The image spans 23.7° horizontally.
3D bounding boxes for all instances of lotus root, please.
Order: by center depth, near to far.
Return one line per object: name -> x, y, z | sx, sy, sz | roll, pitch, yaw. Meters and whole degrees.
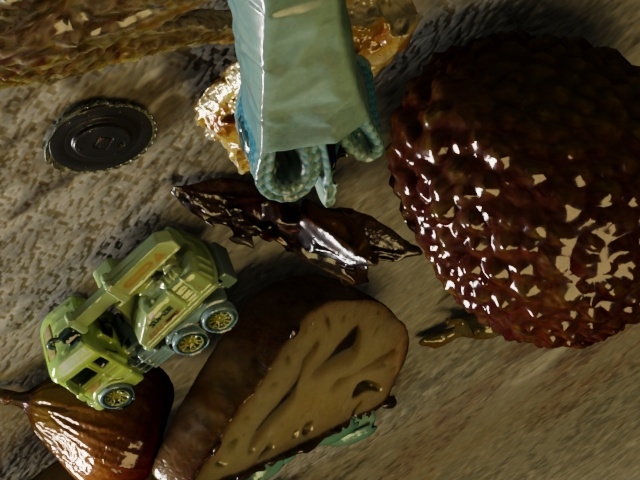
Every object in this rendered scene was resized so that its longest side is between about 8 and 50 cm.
lotus root -> -0.023, 0.111, 1.324 | 0.261, 0.074, 0.170 | -14, 128, -47

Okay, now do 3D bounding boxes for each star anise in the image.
star anise -> 0.002, -0.004, 1.193 | 0.157, 0.053, 0.212 | 9, 167, 35

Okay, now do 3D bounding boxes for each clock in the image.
clock -> -0.154, -0.072, 1.082 | 0.083, 0.010, 0.074 | 4, 138, -39

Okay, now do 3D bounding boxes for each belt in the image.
belt -> -0.007, -0.121, 0.766 | 0.087, 0.072, 0.302 | -18, 150, -9

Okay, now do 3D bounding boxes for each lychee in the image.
lychee -> 0.172, -0.044, 1.163 | 0.236, 0.236, 0.271 | -39, 121, 21

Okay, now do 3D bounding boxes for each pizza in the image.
pizza -> -0.015, -0.111, 1.043 | 0.182, 0.062, 0.161 | -34, 167, 12

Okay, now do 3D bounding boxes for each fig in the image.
fig -> -0.200, 0.161, 1.309 | 0.153, 0.119, 0.119 | -8, 149, 7

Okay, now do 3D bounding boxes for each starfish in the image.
starfish -> -0.142, -0.154, 0.836 | 0.384, 0.132, 0.398 | -11, 158, -32

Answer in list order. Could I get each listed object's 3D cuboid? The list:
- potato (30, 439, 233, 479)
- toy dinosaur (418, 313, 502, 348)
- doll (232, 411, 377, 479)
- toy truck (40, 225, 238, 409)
potato -> -0.151, 0.270, 1.456 | 0.299, 0.116, 0.239 | 27, 139, -17
toy dinosaur -> 0.189, 0.077, 1.530 | 0.162, 0.039, 0.126 | 4, 148, -46
doll -> -0.025, 0.192, 1.507 | 0.159, 0.059, 0.159 | -24, 168, 3
toy truck -> -0.150, 0.056, 1.213 | 0.169, 0.077, 0.100 | -36, 137, 18
